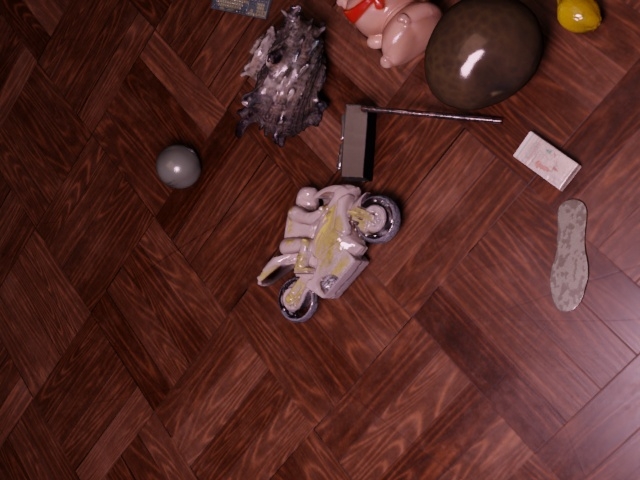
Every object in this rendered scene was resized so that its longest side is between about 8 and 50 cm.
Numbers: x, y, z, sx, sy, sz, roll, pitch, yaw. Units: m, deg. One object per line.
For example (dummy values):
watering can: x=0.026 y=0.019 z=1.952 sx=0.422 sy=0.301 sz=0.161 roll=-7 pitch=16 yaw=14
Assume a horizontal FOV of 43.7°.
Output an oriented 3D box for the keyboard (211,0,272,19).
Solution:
keyboard: x=-0.182 y=-0.544 z=1.821 sx=0.176 sy=0.014 sz=0.055 roll=22 pitch=103 yaw=34

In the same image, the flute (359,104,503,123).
flute: x=0.203 y=-0.235 z=1.488 sx=0.270 sy=0.014 sz=0.014 roll=8 pitch=92 yaw=17

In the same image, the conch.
conch: x=-0.089 y=-0.345 z=1.656 sx=0.240 sy=0.186 sz=0.313 roll=-124 pitch=40 yaw=-53

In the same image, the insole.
insole: x=0.428 y=0.026 z=1.370 sx=0.065 sy=0.006 sz=0.193 roll=2 pitch=88 yaw=35

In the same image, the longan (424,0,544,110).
longan: x=0.280 y=-0.326 z=1.387 sx=0.198 sy=0.198 sz=0.212 roll=51 pitch=118 yaw=25

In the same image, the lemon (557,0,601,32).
lemon: x=0.436 y=-0.387 z=1.354 sx=0.092 sy=0.065 sz=0.065 roll=45 pitch=112 yaw=28

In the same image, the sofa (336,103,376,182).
sofa: x=0.071 y=-0.190 z=1.577 sx=0.060 sy=0.085 sz=0.147 roll=3 pitch=90 yaw=17

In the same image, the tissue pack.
tissue pack: x=0.395 y=-0.139 z=1.391 sx=0.108 sy=0.023 sz=0.056 roll=45 pitch=111 yaw=28

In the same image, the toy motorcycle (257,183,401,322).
toy motorcycle: x=0.000 y=0.000 z=1.607 sx=0.340 sy=0.108 sz=0.223 roll=-49 pitch=63 yaw=21

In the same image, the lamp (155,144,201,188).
lamp: x=-0.328 y=-0.171 z=1.848 sx=0.105 sy=0.105 sz=0.105 roll=-2 pitch=86 yaw=35

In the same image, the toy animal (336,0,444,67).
toy animal: x=0.134 y=-0.439 z=1.516 sx=0.171 sy=0.171 sz=0.197 roll=-42 pitch=73 yaw=26
